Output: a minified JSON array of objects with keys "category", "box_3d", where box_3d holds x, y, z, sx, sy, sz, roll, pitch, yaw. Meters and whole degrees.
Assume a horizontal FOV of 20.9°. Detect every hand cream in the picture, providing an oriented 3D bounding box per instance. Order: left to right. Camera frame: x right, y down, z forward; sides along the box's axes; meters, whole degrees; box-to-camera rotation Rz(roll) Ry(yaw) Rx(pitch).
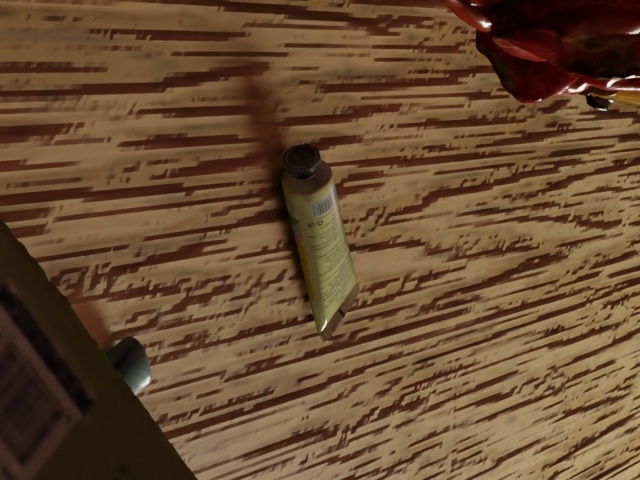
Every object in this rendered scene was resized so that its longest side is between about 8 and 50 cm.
[{"category":"hand cream","box_3d":[0.000,0.000,0.754,0.035,0.022,0.102,-57,150,-33]}]

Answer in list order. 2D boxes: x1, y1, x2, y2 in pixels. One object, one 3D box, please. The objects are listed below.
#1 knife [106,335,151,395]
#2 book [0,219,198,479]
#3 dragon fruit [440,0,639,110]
[{"category":"knife","box_3d":[-0.110,0.126,0.612,0.210,0.015,0.028,-64,153,-23]},{"category":"book","box_3d":[-0.142,0.181,0.496,0.352,0.035,0.239,-53,124,-37]},{"category":"dragon fruit","box_3d":[0.124,-0.214,0.637,0.277,0.277,0.342,-7,98,-59]}]
